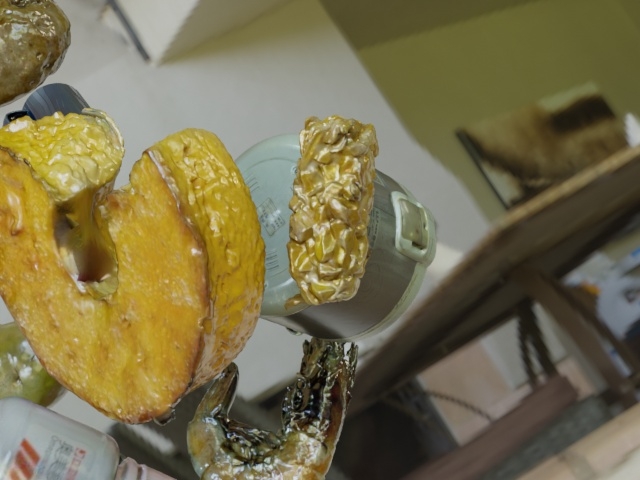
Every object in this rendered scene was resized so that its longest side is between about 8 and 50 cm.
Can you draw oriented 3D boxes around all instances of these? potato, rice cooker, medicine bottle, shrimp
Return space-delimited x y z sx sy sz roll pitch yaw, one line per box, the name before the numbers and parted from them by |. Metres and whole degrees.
potato | -0.486 0.207 2.120 0.200 0.154 0.137 -22 30 15
rice cooker | 0.001 -0.001 1.910 0.288 0.288 0.277 -37 -33 21
medicine bottle | -0.373 0.399 1.928 0.256 0.325 0.256 -59 12 21
shrimp | -0.075 0.255 2.047 0.071 0.233 0.365 99 -174 -62

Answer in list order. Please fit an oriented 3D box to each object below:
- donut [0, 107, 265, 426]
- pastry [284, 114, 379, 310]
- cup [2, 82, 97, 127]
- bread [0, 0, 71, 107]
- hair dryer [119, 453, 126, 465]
donut | -0.244 0.024 1.640 0.435 0.377 0.163 16 26 38
pastry | 0.014 -0.032 1.638 0.102 0.250 0.154 6 5 7
cup | -0.419 -0.181 2.102 0.113 0.138 0.150 -46 -40 8
bread | -0.448 -0.260 1.735 0.230 0.123 0.230 -15 34 11
hair dryer | -0.339 0.376 2.078 0.031 0.083 0.079 -3 -9 33
